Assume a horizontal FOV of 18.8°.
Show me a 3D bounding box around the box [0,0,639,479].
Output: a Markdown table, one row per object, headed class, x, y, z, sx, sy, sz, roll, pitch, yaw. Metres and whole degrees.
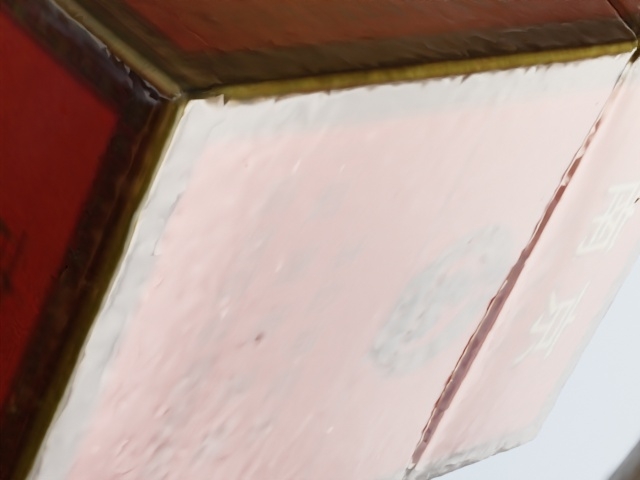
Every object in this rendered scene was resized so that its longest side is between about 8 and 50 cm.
| class | x | y | z | sx | sy | sz | roll | pitch | yaw |
| --- | --- | --- | --- | --- | --- | --- | --- | --- | --- |
| box | 0.001 | 0.001 | 0.485 | 0.074 | 0.153 | 0.240 | 36 | -152 | 28 |
